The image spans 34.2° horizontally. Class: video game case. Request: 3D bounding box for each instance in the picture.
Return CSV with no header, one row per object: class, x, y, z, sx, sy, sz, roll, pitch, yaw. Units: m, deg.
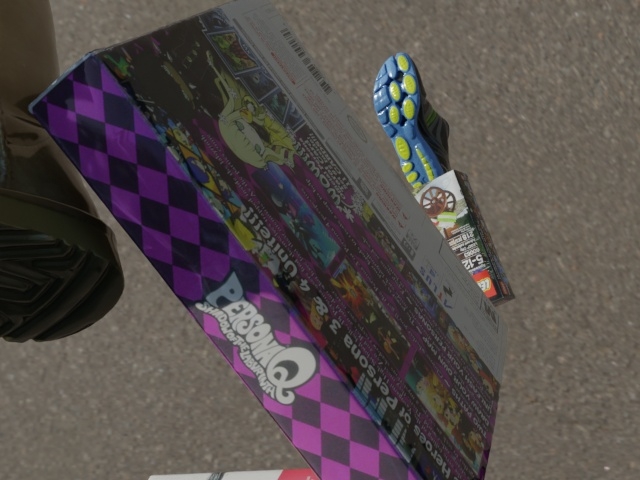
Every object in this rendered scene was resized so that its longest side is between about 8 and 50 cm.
video game case,0.000,0.000,0.474,0.042,0.210,0.232,-34,99,22

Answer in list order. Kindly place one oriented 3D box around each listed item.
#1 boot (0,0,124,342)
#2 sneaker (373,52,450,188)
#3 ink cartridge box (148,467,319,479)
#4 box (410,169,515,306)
boot,-0.200,-0.096,0.423,0.089,0.236,0.269,-36,54,19
sneaker,0.124,-0.155,1.363,0.067,0.078,0.188,-12,109,31
ink cartridge box,-0.103,0.332,1.074,0.237,0.100,0.172,-10,29,29
box,0.092,0.038,1.220,0.233,0.044,0.159,-27,73,25
